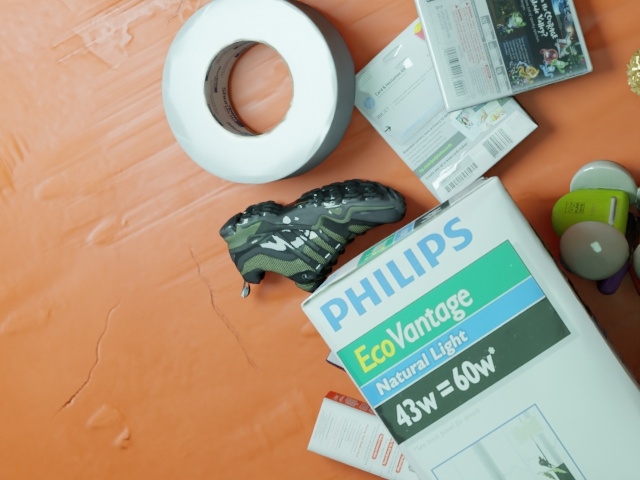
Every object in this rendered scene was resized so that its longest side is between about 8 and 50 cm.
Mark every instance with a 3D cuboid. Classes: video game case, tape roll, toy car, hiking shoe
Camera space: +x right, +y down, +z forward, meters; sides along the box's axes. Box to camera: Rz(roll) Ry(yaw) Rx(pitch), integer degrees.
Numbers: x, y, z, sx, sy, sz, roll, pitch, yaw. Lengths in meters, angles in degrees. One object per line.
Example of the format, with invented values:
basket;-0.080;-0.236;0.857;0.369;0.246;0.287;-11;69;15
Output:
video game case;0.201;-0.258;1.685;0.173;0.022;0.190;-16;87;0
tape roll;-0.071;-0.177;1.721;0.219;0.072;0.219;3;98;20
toy car;0.348;0.004;1.670;0.182;0.159;0.136;10;135;8
hiking shoe;0.000;0.000;1.755;0.227;0.086;0.114;-11;108;16

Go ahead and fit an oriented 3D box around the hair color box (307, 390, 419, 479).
hair color box;0.063;0.240;1.783;0.141;0.043;0.072;20;100;8

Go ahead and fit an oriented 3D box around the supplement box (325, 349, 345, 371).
supplement box;0.142;0.135;1.742;0.239;0.073;0.130;26;99;6

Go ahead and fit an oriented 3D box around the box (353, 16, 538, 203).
box;0.139;-0.156;1.725;0.145;0.038;0.186;-42;89;11

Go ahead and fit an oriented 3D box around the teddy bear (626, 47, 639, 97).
teddy bear;0.486;-0.258;1.618;0.338;0.113;0.245;-28;89;11

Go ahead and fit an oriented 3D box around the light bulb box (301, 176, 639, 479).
light bulb box;0.182;0.137;1.518;0.225;0.358;0.361;-34;90;5
